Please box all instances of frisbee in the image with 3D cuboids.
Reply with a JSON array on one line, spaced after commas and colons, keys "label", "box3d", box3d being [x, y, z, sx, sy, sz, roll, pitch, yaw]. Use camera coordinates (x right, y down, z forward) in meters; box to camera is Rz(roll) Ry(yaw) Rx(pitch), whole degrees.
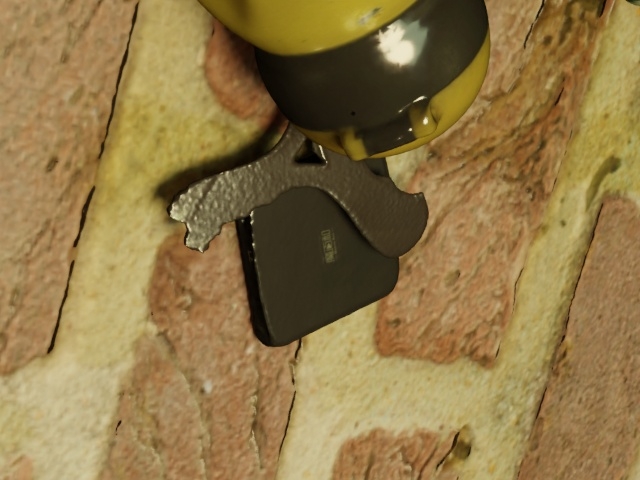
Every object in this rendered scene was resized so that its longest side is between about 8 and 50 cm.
[{"label": "frisbee", "box3d": [-0.023, -0.056, 0.894, 0.187, 0.012, 0.211, -29, 113, -27]}]

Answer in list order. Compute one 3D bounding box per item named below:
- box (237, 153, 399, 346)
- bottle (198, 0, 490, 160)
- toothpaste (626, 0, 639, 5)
[{"label": "box", "box3d": [0.000, 0.000, 0.952, 0.125, 0.027, 0.126, -24, 120, -30]}, {"label": "bottle", "box3d": [-0.016, -0.198, 0.765, 0.171, 0.171, 0.351, -41, 128, -16]}, {"label": "toothpaste", "box3d": [0.170, -0.280, 0.940, 0.098, 0.061, 0.392, -51, 126, -8]}]
